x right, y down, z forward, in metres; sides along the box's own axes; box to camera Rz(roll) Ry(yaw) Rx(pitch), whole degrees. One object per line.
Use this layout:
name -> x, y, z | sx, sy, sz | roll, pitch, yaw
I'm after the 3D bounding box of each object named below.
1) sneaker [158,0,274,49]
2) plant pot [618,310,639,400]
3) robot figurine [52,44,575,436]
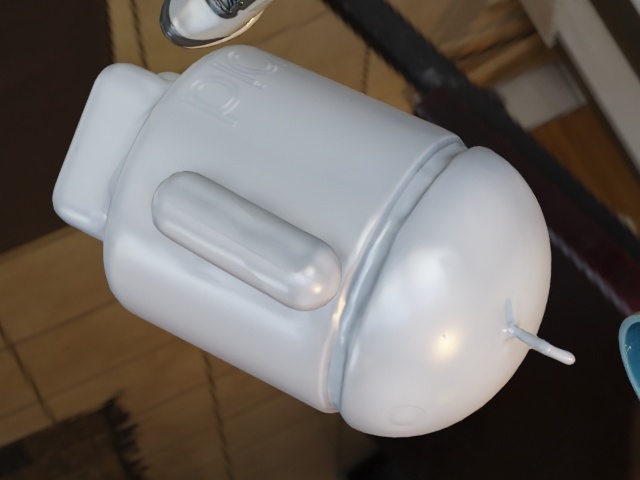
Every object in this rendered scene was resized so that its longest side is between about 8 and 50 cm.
sneaker -> -0.068, -0.309, 1.684 | 0.271, 0.100, 0.108 | -32, -179, 9
plant pot -> 0.449, 0.105, 1.337 | 0.255, 0.271, 0.271 | -35, 162, -10
robot figurine -> 0.000, 0.000, 0.998 | 0.199, 0.353, 0.300 | -68, 162, 12
